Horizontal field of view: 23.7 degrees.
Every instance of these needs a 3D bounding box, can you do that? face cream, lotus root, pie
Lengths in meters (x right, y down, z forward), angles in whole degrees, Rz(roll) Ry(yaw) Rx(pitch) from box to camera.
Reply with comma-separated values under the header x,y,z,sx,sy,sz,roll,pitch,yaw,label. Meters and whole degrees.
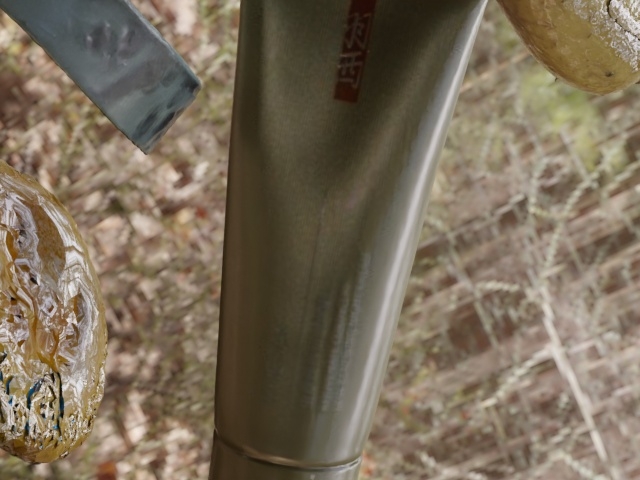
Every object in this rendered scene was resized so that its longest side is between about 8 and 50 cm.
x,y,z,sx,sy,sz,roll,pitch,yaw,label
0.000,0.000,0.820,0.084,0.137,0.341,-54,154,-75,face cream
0.260,-0.242,1.487,0.284,0.146,0.160,37,83,-44,lotus root
-0.237,0.046,1.130,0.273,0.069,0.273,51,25,-35,pie

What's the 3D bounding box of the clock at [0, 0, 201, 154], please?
x,y,z,sx,sy,sz,roll,pitch,yaw,label
-0.146,-0.137,0.733,0.226,0.049,0.226,47,-1,1,clock
